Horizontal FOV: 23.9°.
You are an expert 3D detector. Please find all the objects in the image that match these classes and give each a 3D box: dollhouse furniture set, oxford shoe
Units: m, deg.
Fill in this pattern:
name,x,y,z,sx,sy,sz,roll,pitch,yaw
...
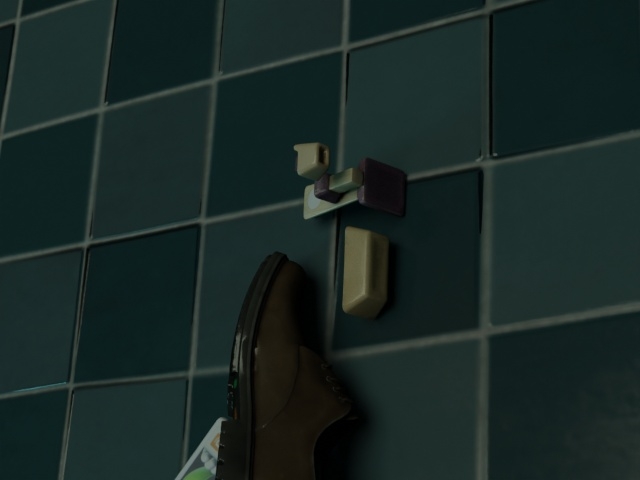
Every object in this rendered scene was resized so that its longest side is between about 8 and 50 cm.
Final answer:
name,x,y,z,sx,sy,sz,roll,pitch,yaw
dollhouse furniture set,0.000,0.000,1.098,0.081,0.091,0.114,-18,63,46
oxford shoe,-0.021,0.109,1.070,0.096,0.082,0.227,5,56,-1

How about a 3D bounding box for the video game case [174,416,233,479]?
name,x,y,z,sx,sy,sz,roll,pitch,yaw
video game case,-0.073,0.249,1.073,0.173,0.022,0.190,39,95,40
